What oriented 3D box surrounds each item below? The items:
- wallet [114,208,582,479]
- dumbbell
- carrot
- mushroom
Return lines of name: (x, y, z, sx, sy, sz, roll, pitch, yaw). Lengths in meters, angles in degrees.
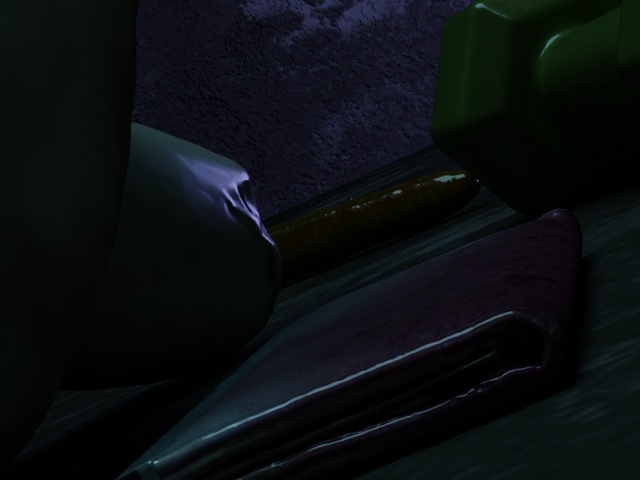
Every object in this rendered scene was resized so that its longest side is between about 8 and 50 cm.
wallet: (0.023, 0.030, 0.532, 0.119, 0.025, 0.232, -24, 3, 12)
dumbbell: (0.139, -0.079, 0.739, 0.108, 0.121, 0.302, -54, 9, -11)
carrot: (0.000, 0.000, 1.140, 0.248, 0.043, 0.043, -20, 5, 32)
mushroom: (-0.211, -0.027, 0.732, 0.325, 0.353, 0.353, -8, 6, 12)
